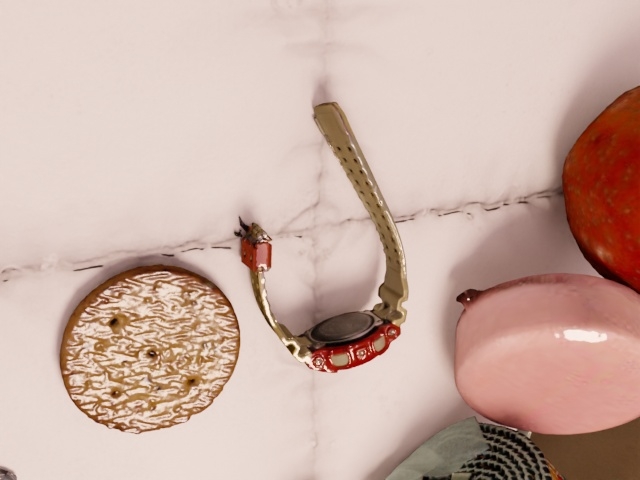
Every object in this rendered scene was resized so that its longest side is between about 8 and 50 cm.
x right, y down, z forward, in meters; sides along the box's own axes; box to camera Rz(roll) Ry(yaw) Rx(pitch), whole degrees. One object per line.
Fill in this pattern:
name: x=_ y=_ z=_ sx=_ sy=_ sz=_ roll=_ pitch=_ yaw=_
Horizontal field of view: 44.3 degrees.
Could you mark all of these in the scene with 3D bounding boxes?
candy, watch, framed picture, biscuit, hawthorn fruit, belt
candy: x=0.272 y=0.137 z=0.925 sx=0.255 sy=0.094 sz=0.255 roll=5 pitch=140 yaw=5
watch: x=-0.002 y=0.009 z=0.828 sx=0.164 sy=0.102 sz=0.269 roll=-29 pitch=110 yaw=-12
framed picture: x=0.393 y=0.292 z=1.007 sx=0.019 sy=0.296 sz=0.232 roll=-5 pitch=113 yaw=-53
biscuit: x=-0.174 y=0.113 z=0.812 sx=0.187 sy=0.027 sz=0.188 roll=-8 pitch=112 yaw=-21
hawthorn fruit: x=0.424 y=-0.042 z=0.874 sx=0.254 sy=0.300 sz=0.254 roll=-7 pitch=109 yaw=-22
belt: x=0.189 y=0.329 z=0.932 sx=0.207 sy=0.257 sz=0.150 roll=-48 pitch=114 yaw=-25

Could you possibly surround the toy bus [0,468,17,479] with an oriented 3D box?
toy bus: x=-0.370 y=0.209 z=0.720 sx=0.138 sy=0.097 sz=0.343 roll=-16 pitch=116 yaw=-11
